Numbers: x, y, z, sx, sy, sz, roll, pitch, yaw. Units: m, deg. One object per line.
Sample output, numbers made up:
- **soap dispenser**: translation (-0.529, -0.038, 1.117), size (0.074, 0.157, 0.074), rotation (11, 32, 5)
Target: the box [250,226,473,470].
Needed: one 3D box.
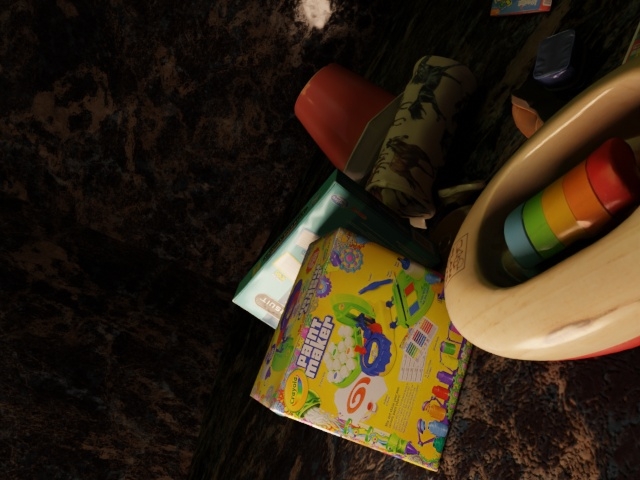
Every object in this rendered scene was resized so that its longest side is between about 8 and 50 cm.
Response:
- **box**: translation (0.077, 0.175, 0.863), size (0.290, 0.279, 0.177), rotation (-68, 13, -15)

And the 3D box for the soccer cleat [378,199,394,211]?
- **soccer cleat**: translation (0.145, -0.002, 1.163), size (0.093, 0.121, 0.289), rotation (-48, -13, -12)

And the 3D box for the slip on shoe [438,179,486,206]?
- **slip on shoe**: translation (0.289, -0.094, 1.059), size (0.135, 0.051, 0.041), rotation (-9, 97, 66)

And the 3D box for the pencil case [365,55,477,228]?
- **pencil case**: translation (0.242, -0.240, 1.218), size (0.183, 0.160, 0.410), rotation (52, -125, -52)

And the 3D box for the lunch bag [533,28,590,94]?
- **lunch bag**: translation (0.411, -0.301, 0.881), size (0.067, 0.065, 0.098), rotation (-2, 64, 53)

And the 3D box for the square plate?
- **square plate**: translation (0.194, -0.293, 1.463), size (0.344, 0.049, 0.347), rotation (-43, -10, -29)

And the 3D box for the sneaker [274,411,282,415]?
- **sneaker**: translation (-0.089, 0.443, 1.540), size (0.166, 0.065, 0.076), rotation (-56, 12, 31)

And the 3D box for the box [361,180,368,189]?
- **box**: translation (0.169, -0.306, 1.759), size (0.175, 0.051, 0.220), rotation (-90, 18, -57)

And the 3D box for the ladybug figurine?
- **ladybug figurine**: translation (0.304, -0.014, 0.557), size (0.449, 0.162, 0.305), rotation (-46, 23, 54)

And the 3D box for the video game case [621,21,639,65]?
- **video game case**: translation (0.462, -0.239, 0.660), size (0.183, 0.023, 0.201), rotation (-66, 12, -3)

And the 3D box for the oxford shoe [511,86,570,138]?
- **oxford shoe**: translation (0.376, -0.183, 0.842), size (0.212, 0.076, 0.076), rotation (-101, 2, -58)

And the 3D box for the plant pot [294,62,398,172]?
- **plant pot**: translation (0.075, -0.366, 1.525), size (0.275, 0.243, 0.275), rotation (-46, -10, -10)

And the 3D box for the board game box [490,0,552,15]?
- **board game box**: translation (0.467, -0.597, 1.193), size (0.281, 0.027, 0.145), rotation (-100, 16, -68)

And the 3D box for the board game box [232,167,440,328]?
- **board game box**: translation (0.026, 0.063, 1.041), size (0.336, 0.254, 0.079), rotation (-48, 14, 24)

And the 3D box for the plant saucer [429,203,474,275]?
- **plant saucer**: translation (0.253, 0.012, 1.011), size (0.198, 0.036, 0.198), rotation (-60, 13, 23)
